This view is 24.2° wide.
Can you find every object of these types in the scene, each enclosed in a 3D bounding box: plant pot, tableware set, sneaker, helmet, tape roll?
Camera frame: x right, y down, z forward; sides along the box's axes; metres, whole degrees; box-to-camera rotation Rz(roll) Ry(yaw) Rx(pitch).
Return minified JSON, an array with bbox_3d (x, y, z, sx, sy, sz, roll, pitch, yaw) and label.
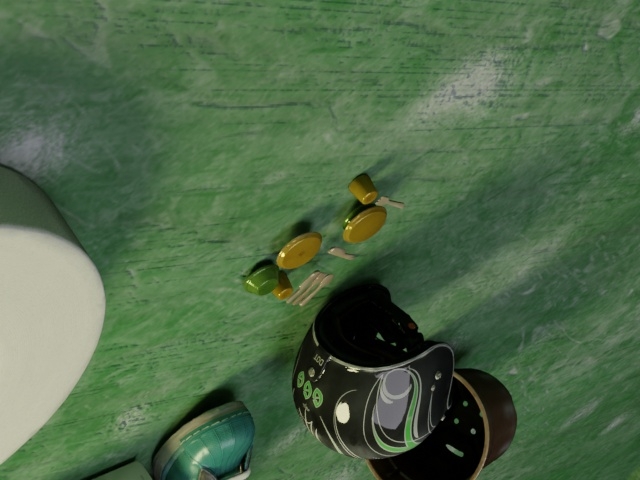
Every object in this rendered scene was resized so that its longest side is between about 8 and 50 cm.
[{"bbox_3d":[0.155,0.223,1.817,0.167,0.167,0.165,-47,162,20],"label":"plant pot"},{"bbox_3d":[0.000,0.000,1.375,0.154,0.024,0.104,-45,151,18],"label":"tableware set"},{"bbox_3d":[-0.122,0.292,1.591,0.108,0.121,0.302,-18,148,-38],"label":"sneaker"},{"bbox_3d":[0.054,0.145,1.529,0.169,0.169,0.161,-24,136,-28],"label":"helmet"},{"bbox_3d":[-0.335,0.101,1.040,0.392,0.072,0.392,-29,154,-16],"label":"tape roll"}]

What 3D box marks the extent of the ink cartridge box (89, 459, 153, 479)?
[{"bbox_3d":[-0.273,0.322,1.493,0.231,0.078,0.134,-20,150,-33],"label":"ink cartridge box"}]
